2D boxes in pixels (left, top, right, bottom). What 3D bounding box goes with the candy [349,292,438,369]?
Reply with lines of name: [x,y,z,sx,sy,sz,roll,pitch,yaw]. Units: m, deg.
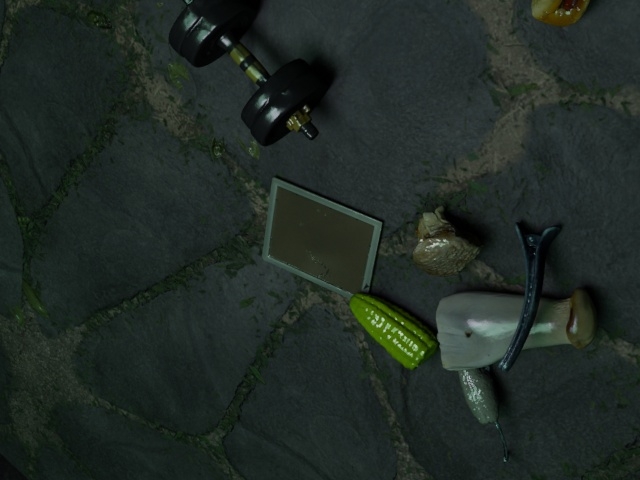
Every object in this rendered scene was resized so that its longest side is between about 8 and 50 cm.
candy: [0.146,0.181,1.860,0.209,0.097,0.096,38,129,15]

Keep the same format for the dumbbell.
dumbbell: [-0.139,-0.344,1.724,0.388,0.185,0.185,48,130,3]

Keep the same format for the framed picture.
framed picture: [0.000,0.000,1.913,0.273,0.016,0.216,24,124,21]

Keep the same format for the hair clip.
hair clip: [0.368,0.102,1.601,0.083,0.048,0.275,7,78,29]

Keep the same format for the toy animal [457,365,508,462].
toy animal: [0.346,0.351,1.817,0.070,0.079,0.253,-18,102,39]

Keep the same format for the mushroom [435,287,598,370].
mushroom: [0.368,0.166,1.692,0.329,0.122,0.159,-8,121,34]

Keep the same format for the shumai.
shumai: [0.236,-0.005,1.701,0.145,0.145,0.116,-36,49,40]

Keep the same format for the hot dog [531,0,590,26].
hot dog: [0.396,-0.426,1.355,0.084,0.073,0.242,6,137,-9]
